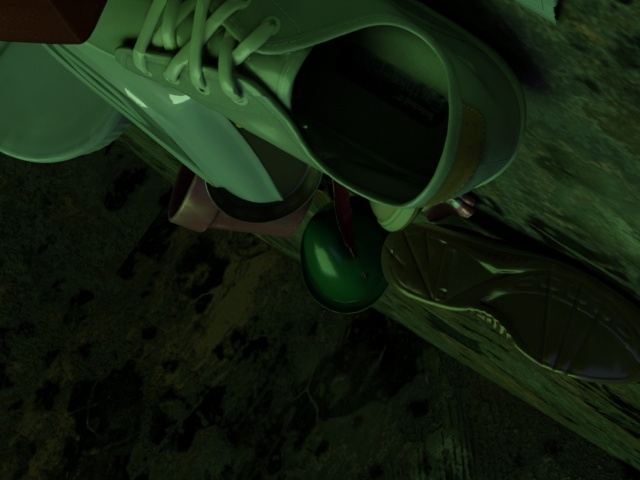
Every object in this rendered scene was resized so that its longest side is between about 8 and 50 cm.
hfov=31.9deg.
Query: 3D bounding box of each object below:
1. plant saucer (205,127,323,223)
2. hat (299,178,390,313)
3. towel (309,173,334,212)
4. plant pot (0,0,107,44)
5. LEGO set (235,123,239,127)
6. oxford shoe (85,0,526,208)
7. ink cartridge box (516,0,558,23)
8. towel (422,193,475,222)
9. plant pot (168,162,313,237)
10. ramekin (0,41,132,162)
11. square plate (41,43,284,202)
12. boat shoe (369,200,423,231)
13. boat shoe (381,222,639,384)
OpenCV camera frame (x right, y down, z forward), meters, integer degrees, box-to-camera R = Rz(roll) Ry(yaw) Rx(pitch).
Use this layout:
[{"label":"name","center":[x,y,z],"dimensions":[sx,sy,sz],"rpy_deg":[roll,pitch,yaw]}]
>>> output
[{"label":"plant saucer","center":[-0.079,-0.101,1.549],"dimensions":[0.168,0.168,0.029],"rpy_deg":[39,-166,-35]},{"label":"hat","center":[0.000,0.000,1.654],"dimensions":[0.173,0.209,0.183],"rpy_deg":[-3,173,30]},{"label":"towel","center":[-0.113,-0.148,1.927],"dimensions":[0.370,0.040,0.271],"rpy_deg":[31,174,16]},{"label":"plant pot","center":[-0.229,-0.264,0.676],"dimensions":[0.235,0.267,0.267],"rpy_deg":[22,173,4]},{"label":"LEGO set","center":[-0.073,-0.194,1.202],"dimensions":[0.132,0.107,0.287],"rpy_deg":[1,173,-8]},{"label":"oxford shoe","center":[-0.063,-0.159,0.811],"dimensions":[0.449,0.169,0.130],"rpy_deg":[29,-150,8]},{"label":"ink cartridge box","center":[0.058,-0.197,0.600],"dimensions":[0.189,0.066,0.232],"rpy_deg":[34,-165,9]},{"label":"towel","center":[0.085,-0.087,1.324],"dimensions":[0.197,0.029,0.144],"rpy_deg":[36,173,-7]},{"label":"plant pot","center":[-0.109,-0.093,1.673],"dimensions":[0.180,0.201,0.201],"rpy_deg":[20,179,-16]},{"label":"ramekin","center":[-0.369,-0.241,1.579],"dimensions":[0.272,0.273,0.127],"rpy_deg":[34,-174,10]},{"label":"square plate","center":[-0.204,-0.171,1.102],"dimensions":[0.344,0.049,0.347],"rpy_deg":[39,176,16]},{"label":"boat shoe","center":[0.079,-0.089,1.003],"dimensions":[0.098,0.109,0.302],"rpy_deg":[40,169,3]},{"label":"boat shoe","center":[0.243,0.059,1.325],"dimensions":[0.342,0.123,0.123],"rpy_deg":[21,-160,24]}]
